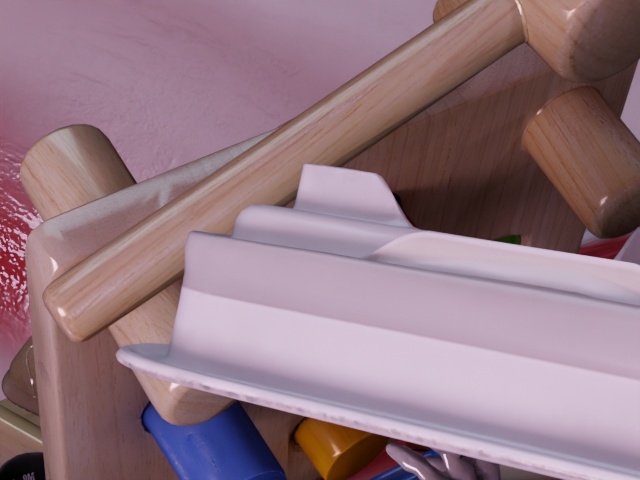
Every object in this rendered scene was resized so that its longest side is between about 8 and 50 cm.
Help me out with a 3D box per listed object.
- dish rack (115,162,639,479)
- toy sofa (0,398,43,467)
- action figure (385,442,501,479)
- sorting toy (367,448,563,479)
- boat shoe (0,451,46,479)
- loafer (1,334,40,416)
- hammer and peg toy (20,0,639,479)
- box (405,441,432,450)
[{"bbox_3d":[0.137,0.034,0.566,0.286,0.072,0.333,10,2,38],"label":"dish rack"},{"bbox_3d":[-0.122,0.152,1.316,0.150,0.177,0.362,25,24,25],"label":"toy sofa"},{"bbox_3d":[0.030,0.126,0.581,0.276,0.141,0.164,-15,5,26],"label":"action figure"},{"bbox_3d":[0.060,0.152,0.901,0.196,0.047,0.348,-27,1,-14],"label":"sorting toy"},{"bbox_3d":[-0.130,0.162,1.002,0.127,0.113,0.340,-33,2,-40],"label":"boat shoe"},{"bbox_3d":[-0.128,0.097,1.147,0.148,0.050,0.056,19,23,12],"label":"loafer"},{"bbox_3d":[0.000,0.000,0.728,0.266,0.127,0.361,-23,-31,-19],"label":"hammer and peg toy"},{"bbox_3d":[0.132,0.118,1.366,0.136,0.028,0.081,-22,2,-19],"label":"box"}]
